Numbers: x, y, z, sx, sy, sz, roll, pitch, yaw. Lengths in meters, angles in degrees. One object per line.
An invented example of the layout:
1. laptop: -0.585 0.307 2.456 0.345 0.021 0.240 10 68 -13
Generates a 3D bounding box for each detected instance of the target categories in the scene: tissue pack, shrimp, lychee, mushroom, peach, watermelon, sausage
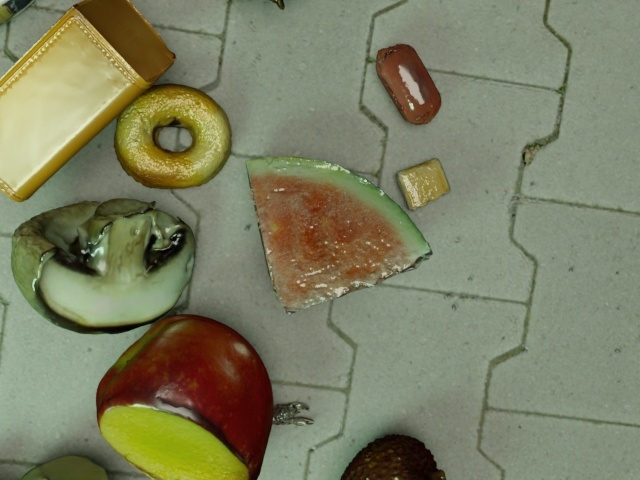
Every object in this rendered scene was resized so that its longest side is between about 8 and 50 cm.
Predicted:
1. tissue pack: -0.362 -0.210 1.193 0.274 0.194 0.145 -36 109 19
2. shrimp: -0.055 0.286 1.374 0.092 0.029 0.038 4 84 -11
3. lychee: 0.117 0.405 1.322 0.194 0.194 0.195 0 93 -5
4. mushroom: -0.340 0.032 1.269 0.267 0.164 0.190 -25 124 -36
5. peach: -0.184 0.252 1.255 0.245 0.248 0.275 -47 108 -23
6. watermelon: 0.000 0.000 1.278 0.310 0.193 0.232 24 90 -5
7. sausage: 0.142 -0.251 1.339 0.076 0.076 0.141 -29 95 -3

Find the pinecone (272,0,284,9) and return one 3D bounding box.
1. pinecone: -0.079 -0.466 1.258 0.185 0.168 0.213 30 77 -36

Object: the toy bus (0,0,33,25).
1. toy bus: -0.554 -0.494 1.253 0.138 0.097 0.343 -35 94 -9

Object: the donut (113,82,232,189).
1. donut: -0.233 -0.162 1.308 0.190 0.074 0.174 17 91 -6

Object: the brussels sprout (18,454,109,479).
1. brussels sprout: -0.403 0.459 1.268 0.243 0.244 0.244 0 93 -5

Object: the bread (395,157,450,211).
1. bread: 0.169 -0.094 1.368 0.083 0.035 0.070 -26 96 -10
